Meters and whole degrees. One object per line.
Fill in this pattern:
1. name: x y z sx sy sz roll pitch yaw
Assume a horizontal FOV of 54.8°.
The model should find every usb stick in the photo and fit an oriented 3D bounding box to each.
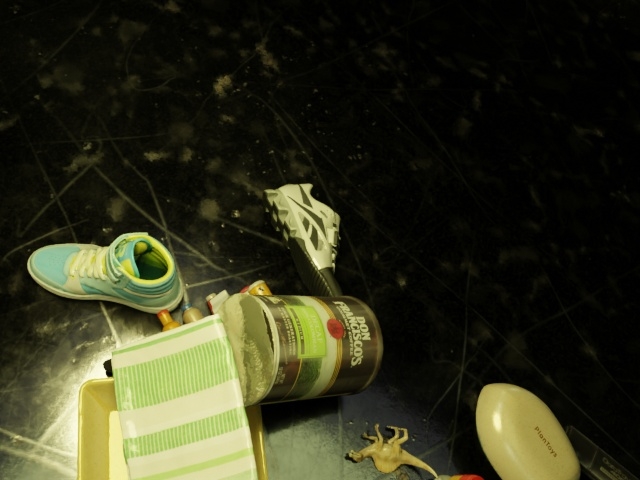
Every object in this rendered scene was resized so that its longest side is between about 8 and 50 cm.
1. usb stick: 0.628 0.512 1.333 0.278 0.045 0.077 39 54 8

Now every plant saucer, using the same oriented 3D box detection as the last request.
1. plant saucer: -0.270 0.416 1.144 0.332 0.081 0.333 -2 63 -15

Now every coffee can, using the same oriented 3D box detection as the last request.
1. coffee can: -0.045 0.205 1.180 0.275 0.201 0.202 6 57 -43

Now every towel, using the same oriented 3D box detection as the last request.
1. towel: -0.246 0.312 1.073 0.247 0.038 0.325 -20 66 12

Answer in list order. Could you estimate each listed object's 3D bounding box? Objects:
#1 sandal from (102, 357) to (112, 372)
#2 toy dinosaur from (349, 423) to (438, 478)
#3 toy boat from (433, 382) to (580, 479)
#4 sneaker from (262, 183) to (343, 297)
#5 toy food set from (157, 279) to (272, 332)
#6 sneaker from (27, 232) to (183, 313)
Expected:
1. sandal: -0.340 0.228 1.209 0.179 0.040 0.067 -5 19 12
2. toy dinosaur: 0.150 0.430 1.266 0.183 0.053 0.093 10 76 0
3. toy boat: 0.363 0.445 1.262 0.318 0.148 0.268 -21 74 -31
4. sneaker: 0.000 0.000 1.405 0.146 0.122 0.331 -20 69 -20
5. toy food set: -0.213 0.138 1.277 0.232 0.111 0.105 -36 73 5
6. sneaker: -0.430 0.040 1.230 0.318 0.208 0.127 11 62 -7
